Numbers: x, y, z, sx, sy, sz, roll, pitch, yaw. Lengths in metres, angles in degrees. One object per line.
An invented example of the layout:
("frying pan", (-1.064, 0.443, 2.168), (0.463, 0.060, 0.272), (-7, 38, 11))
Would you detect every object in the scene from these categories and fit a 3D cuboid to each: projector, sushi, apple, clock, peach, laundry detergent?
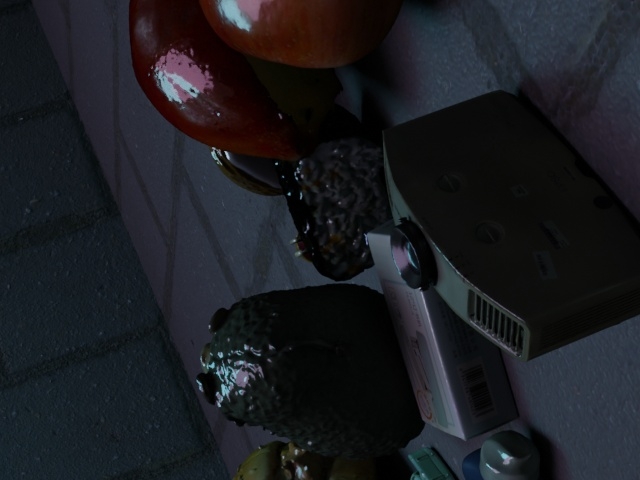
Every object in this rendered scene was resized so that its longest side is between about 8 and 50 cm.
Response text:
("projector", (0.163, -0.012, 1.144), (0.088, 0.193, 0.269), (89, 155, -49))
("sushi", (0.020, -0.059, 1.639), (0.126, 0.136, 0.225), (-115, 11, -47))
("apple", (-0.022, -0.317, 1.321), (0.242, 0.242, 0.241), (-133, 31, -52))
("clock", (0.168, 0.378, 1.812), (0.101, 0.041, 0.135), (-131, 27, -50))
("peach", (-0.118, -0.232, 1.559), (0.257, 0.201, 0.362), (15, -128, -54))
("laundry detergent", (0.228, 0.339, 1.520), (0.143, 0.094, 0.290), (-120, 22, -48))

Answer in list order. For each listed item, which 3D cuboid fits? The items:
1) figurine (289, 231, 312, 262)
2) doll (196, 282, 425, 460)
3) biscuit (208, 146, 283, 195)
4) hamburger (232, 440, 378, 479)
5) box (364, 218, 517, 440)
("figurine", (-0.001, -0.001, 1.830), (0.082, 0.098, 0.154), (66, 160, 3))
("doll", (-0.008, 0.168, 1.619), (0.247, 0.349, 0.247), (-8, 76, 35))
("biscuit", (-0.065, -0.153, 1.706), (0.049, 0.208, 0.181), (-21, 89, 46))
("hamburger", (-0.023, 0.432, 2.029), (0.445, 0.268, 0.287), (27, -120, -86))
("box", (0.146, 0.100, 1.515), (0.135, 0.079, 0.269), (9, 117, 70))
